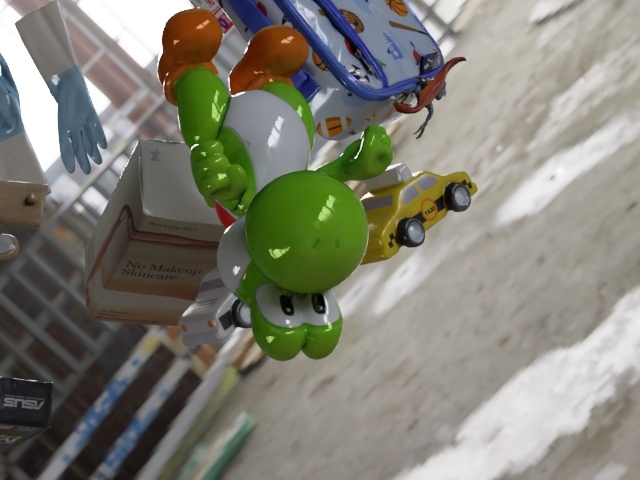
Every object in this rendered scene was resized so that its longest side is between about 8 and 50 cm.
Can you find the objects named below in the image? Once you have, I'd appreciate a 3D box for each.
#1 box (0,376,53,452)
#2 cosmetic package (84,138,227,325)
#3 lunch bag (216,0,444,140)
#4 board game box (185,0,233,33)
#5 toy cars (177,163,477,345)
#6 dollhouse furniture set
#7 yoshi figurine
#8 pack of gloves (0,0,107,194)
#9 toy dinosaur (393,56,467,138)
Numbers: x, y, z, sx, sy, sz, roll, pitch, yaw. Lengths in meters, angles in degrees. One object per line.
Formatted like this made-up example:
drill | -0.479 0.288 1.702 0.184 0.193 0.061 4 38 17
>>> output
box | -0.491 0.208 1.641 0.216 0.270 0.060 -31 53 56
cosmetic package | -0.227 -0.004 1.884 0.296 0.153 0.129 125 145 -51
lunch bag | 0.003 -0.260 1.568 0.115 0.303 0.243 -44 -11 34
board game box | -0.208 -0.384 1.889 0.045 0.147 0.193 -48 43 1
toy cars | 0.000 0.000 1.571 0.394 0.087 0.176 -26 11 2
dollhouse furniture set | -0.350 -0.052 1.344 0.151 0.123 0.144 103 171 -52
yoshi figurine | -0.038 -0.070 1.246 0.204 0.203 0.362 -22 59 8
pack of gloves | -0.376 -0.179 1.788 0.195 0.232 0.046 -21 -4 30
toy dinosaur | 0.104 -0.152 1.348 0.090 0.047 0.082 -59 -2 19
